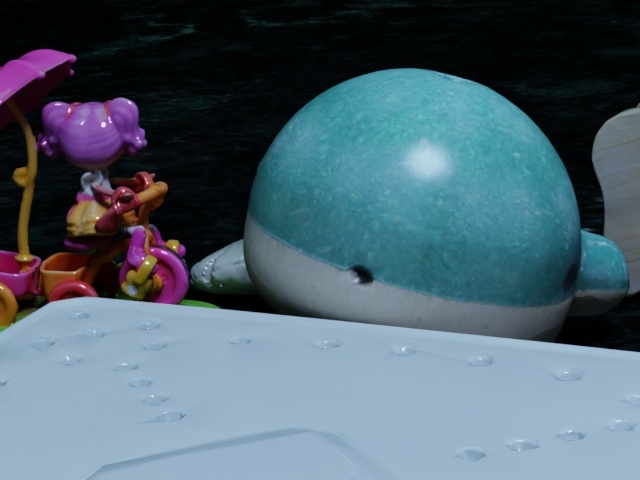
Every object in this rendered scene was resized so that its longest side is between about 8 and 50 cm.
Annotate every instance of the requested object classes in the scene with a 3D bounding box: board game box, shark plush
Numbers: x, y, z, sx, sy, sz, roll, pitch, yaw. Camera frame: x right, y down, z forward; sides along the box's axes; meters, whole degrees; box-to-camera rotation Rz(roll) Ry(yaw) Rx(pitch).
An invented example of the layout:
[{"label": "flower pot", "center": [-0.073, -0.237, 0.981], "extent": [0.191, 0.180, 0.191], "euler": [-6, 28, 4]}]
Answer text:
[{"label": "board game box", "center": [-0.027, 0.120, 0.691], "extent": [0.390, 0.050, 0.390], "euler": [5, 18, 22]}, {"label": "shark plush", "center": [0.000, 0.000, 1.083], "extent": [0.161, 0.073, 0.067], "euler": [-24, -4, -40]}]

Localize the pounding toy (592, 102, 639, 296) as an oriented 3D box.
[{"label": "pounding toy", "center": [0.297, -0.051, 1.020], "extent": [0.269, 0.154, 0.155], "euler": [-25, 2, 33]}]

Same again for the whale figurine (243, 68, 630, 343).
[{"label": "whale figurine", "center": [0.070, -0.028, 0.980], "extent": [0.216, 0.141, 0.272], "euler": [18, 18, 17]}]

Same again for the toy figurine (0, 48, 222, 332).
[{"label": "toy figurine", "center": [-0.139, -0.025, 0.997], "extent": [0.173, 0.159, 0.130], "euler": [1, 17, 10]}]
